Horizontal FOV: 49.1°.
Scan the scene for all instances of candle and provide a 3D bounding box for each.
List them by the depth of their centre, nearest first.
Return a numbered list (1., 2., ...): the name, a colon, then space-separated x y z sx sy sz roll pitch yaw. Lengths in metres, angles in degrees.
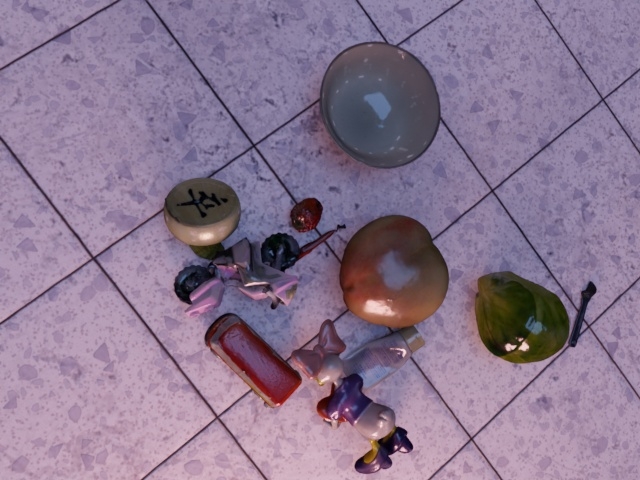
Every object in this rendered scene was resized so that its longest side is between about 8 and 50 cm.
1. candle: 0.000 -0.001 1.868 0.167 0.021 0.026 -35 95 -16

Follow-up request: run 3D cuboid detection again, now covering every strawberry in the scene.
1. strawberry: -0.036 -0.070 1.836 0.096 0.083 0.083 -37 95 -16

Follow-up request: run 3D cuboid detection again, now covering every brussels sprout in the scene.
1. brussels sprout: 0.531 0.206 1.904 0.210 0.219 0.271 -16 69 -34

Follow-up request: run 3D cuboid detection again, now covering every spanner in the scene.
1. spanner: 0.773 0.218 2.071 0.046 0.012 0.208 24 78 -13

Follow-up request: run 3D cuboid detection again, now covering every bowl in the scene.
1. bowl: 0.138 -0.343 1.875 0.338 0.157 0.336 1 85 -16

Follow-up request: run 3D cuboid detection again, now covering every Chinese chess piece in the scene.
1. Chinese chess piece: -0.289 -0.073 1.720 0.189 0.083 0.188 2 47 -2

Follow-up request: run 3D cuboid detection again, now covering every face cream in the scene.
1. face cream: 0.167 0.308 1.871 0.224 0.070 0.114 -33 93 -4

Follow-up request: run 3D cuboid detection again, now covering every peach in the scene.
1. peach: 0.184 0.083 1.793 0.292 0.248 0.292 6 81 -38

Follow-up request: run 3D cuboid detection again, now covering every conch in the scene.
1. conch: -0.289 0.002 1.772 0.089 0.074 0.121 -26 111 15

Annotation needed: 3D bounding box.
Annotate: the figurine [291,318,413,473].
1. figurine: 0.077 0.402 1.746 0.154 0.193 0.420 -43 99 -30

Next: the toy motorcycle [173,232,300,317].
1. toy motorcycle: -0.192 0.104 1.722 0.327 0.143 0.188 -21 66 -4

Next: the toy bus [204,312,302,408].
1. toy bus: -0.166 0.295 1.736 0.265 0.120 0.121 46 75 -6
